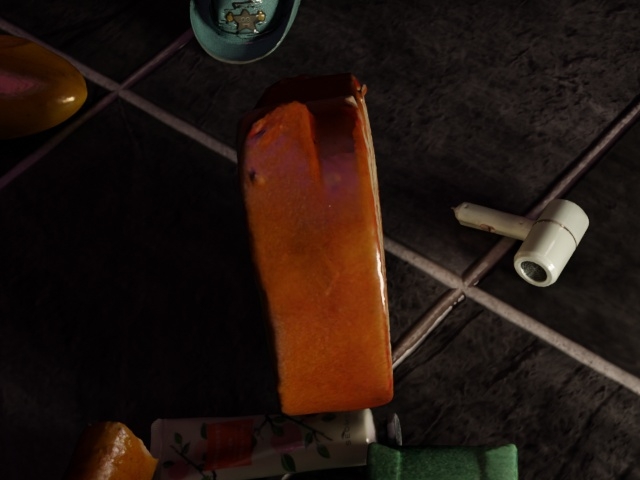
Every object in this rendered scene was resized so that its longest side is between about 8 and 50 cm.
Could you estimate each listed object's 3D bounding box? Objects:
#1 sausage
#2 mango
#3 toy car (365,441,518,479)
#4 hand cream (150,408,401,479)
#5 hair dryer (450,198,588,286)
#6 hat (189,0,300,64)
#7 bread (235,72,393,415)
[{"bbox_3d":[-0.239,0.274,1.271,0.102,0.076,0.302,19,53,29],"label":"sausage"},{"bbox_3d":[-0.365,-0.173,1.674,0.217,0.102,0.141,7,26,10],"label":"mango"},{"bbox_3d":[0.089,0.298,1.185,0.141,0.097,0.321,0,49,7],"label":"toy car"},{"bbox_3d":[-0.044,0.185,1.347,0.234,0.050,0.080,-8,52,10],"label":"hand cream"},{"bbox_3d":[0.188,-0.009,1.483,0.137,0.047,0.082,18,54,29],"label":"hair dryer"},{"bbox_3d":[-0.086,-0.297,1.753,0.138,0.078,0.191,0,49,6],"label":"hat"},{"bbox_3d":[0.000,0.003,1.325,0.114,0.295,0.328,-7,14,3],"label":"bread"}]
